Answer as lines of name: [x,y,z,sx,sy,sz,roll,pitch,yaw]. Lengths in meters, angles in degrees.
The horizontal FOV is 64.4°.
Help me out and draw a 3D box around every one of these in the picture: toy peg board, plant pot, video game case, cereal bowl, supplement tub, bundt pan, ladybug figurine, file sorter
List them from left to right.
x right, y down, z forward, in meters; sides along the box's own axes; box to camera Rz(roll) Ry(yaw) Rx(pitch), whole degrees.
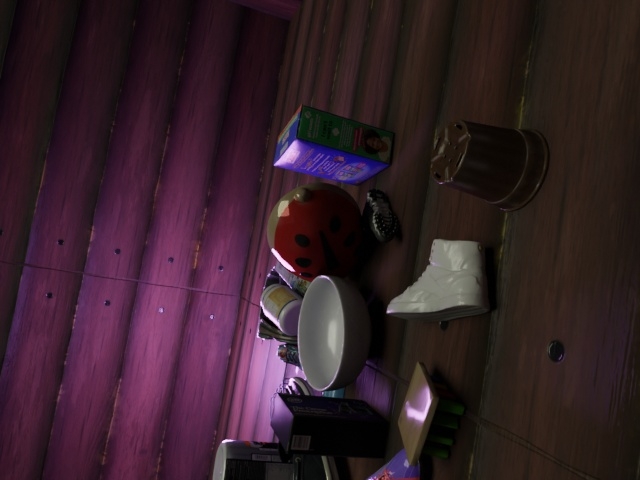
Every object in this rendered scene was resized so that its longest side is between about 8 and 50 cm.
supplement tub: [-0.188,0.778,1.701,0.194,0.316,0.193,-168,90,-72]
bundt pan: [-0.169,0.280,2.237,0.331,0.124,0.330,-169,90,-71]
supplement tub: [-0.133,0.260,1.950,0.200,0.145,0.144,32,111,52]
file sorter: [-0.118,0.612,1.927,0.118,0.105,0.170,-97,26,-42]
video game case: [-0.048,0.062,1.968,0.300,0.036,0.328,44,124,40]
ladybug figurine: [0.000,0.000,1.565,0.161,0.305,0.449,63,-179,34]
cereal bowl: [0.056,0.276,1.519,0.339,0.141,0.338,-173,90,-66]
toy peg board: [0.237,0.373,1.089,0.160,0.079,0.161,-90,15,-78]
plant pot: [0.315,-0.153,0.985,0.167,0.165,0.166,-170,90,-72]

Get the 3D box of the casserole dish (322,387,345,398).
casserole dish: [0.036,0.508,1.637,0.114,0.037,0.188,179,103,-71]

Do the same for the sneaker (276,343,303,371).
sneaker: [-0.100,0.446,1.932,0.262,0.125,0.104,167,112,-70]

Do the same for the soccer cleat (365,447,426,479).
soccer cleat: [0.136,0.584,1.166,0.108,0.117,0.318,-103,30,-51]

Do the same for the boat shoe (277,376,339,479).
boat shoe: [-0.063,0.626,1.621,0.500,0.156,0.186,-115,17,-59]

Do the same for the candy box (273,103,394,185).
candy box: [0.035,-0.296,1.652,0.268,0.318,0.122,155,124,-68]

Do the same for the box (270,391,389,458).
box: [0.019,0.485,1.341,0.184,0.262,0.103,178,102,-71]

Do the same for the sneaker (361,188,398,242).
sneaker: [0.170,-0.052,1.505,0.234,0.078,0.106,-97,22,-52]

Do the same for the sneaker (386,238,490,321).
sneaker: [0.259,0.087,1.129,0.293,0.108,0.169,-24,55,56]

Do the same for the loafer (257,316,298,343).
loafer: [-0.144,0.354,1.998,0.268,0.096,0.084,0,88,36]
